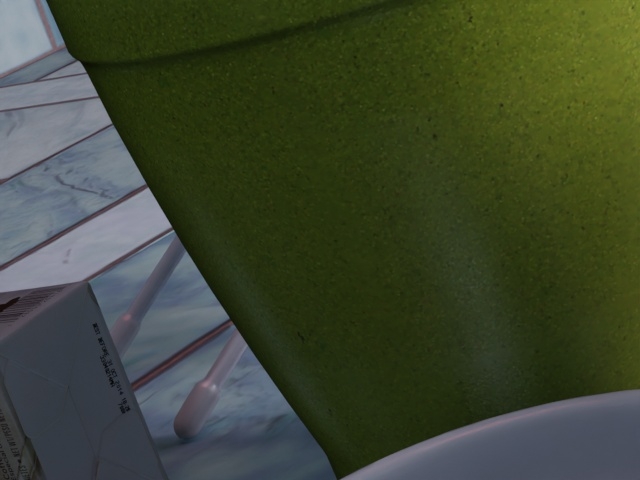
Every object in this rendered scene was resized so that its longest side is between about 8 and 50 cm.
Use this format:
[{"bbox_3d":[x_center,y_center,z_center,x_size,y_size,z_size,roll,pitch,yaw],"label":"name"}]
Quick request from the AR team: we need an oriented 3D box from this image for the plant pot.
[{"bbox_3d":[0.077,-0.051,0.966,0.366,0.353,0.366,-18,15,5],"label":"plant pot"}]

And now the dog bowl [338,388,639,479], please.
[{"bbox_3d":[0.084,0.157,0.707,0.264,0.104,0.265,-17,16,5],"label":"dog bowl"}]

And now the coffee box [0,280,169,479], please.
[{"bbox_3d":[-0.229,0.115,1.158,0.246,0.141,0.098,-9,19,36],"label":"coffee box"}]

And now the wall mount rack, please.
[{"bbox_3d":[0.000,0.000,1.332,0.304,0.131,0.350,-19,15,-16],"label":"wall mount rack"}]
